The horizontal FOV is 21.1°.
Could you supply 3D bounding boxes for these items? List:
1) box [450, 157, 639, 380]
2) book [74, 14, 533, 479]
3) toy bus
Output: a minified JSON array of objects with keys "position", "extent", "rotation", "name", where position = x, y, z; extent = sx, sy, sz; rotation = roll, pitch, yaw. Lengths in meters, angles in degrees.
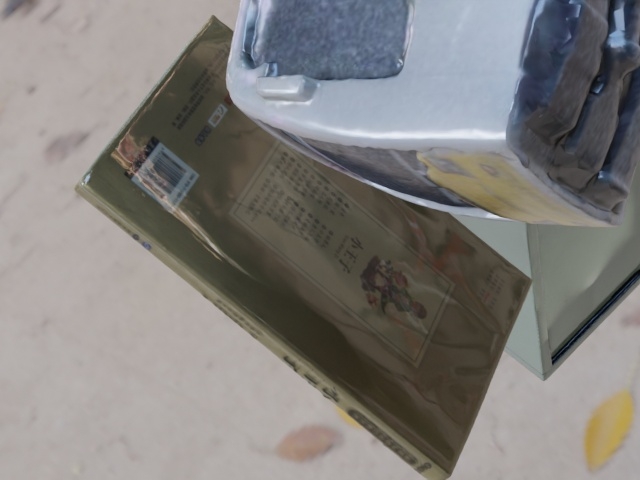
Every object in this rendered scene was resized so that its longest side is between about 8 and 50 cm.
[{"position":[0.185,-0.059,1.237],"extent":[0.225,0.225,0.117],"rotation":[-43,60,-17],"name":"box"},{"position":[0.000,0.000,0.752],"extent":[0.016,0.198,0.138],"rotation":[-43,11,42],"name":"book"},{"position":[0.060,-0.178,0.554],"extent":[0.138,0.097,0.343],"rotation":[3,76,33],"name":"toy bus"}]
